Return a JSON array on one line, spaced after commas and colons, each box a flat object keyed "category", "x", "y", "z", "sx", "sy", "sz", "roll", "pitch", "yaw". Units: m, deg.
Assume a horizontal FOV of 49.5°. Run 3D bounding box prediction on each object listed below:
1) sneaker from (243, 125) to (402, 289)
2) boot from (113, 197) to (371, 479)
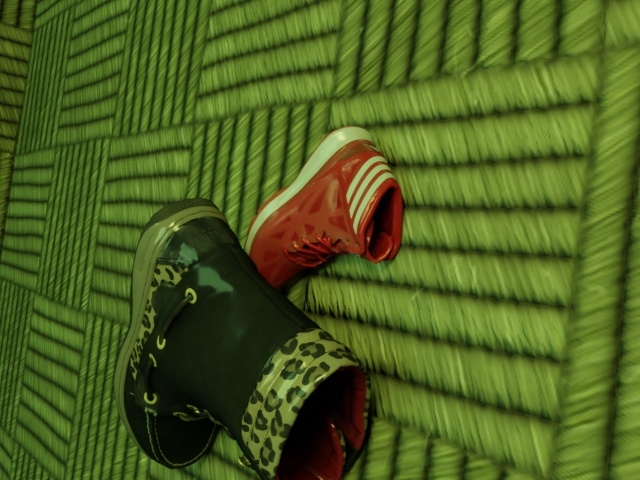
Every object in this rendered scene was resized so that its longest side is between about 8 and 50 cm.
[{"category": "sneaker", "x": 0.000, "y": 0.000, "z": 0.720, "sx": 0.221, "sy": 0.087, "sz": 0.128, "roll": -57, "pitch": 43, "yaw": 29}, {"category": "boot", "x": -0.095, "y": 0.176, "z": 0.753, "sx": 0.284, "sy": 0.138, "sz": 0.377, "roll": 38, "pitch": 127, "yaw": 36}]
